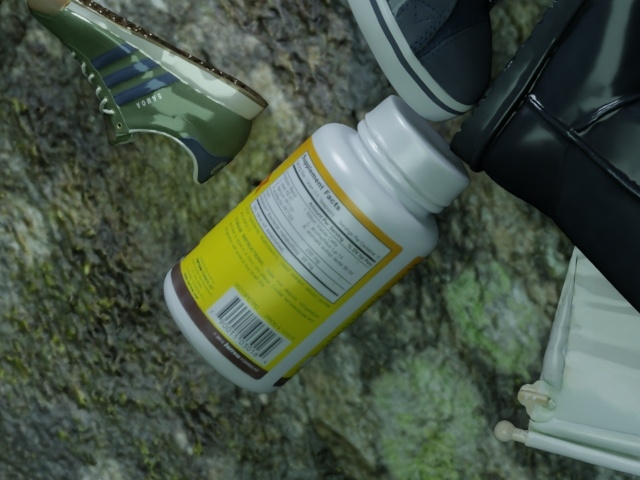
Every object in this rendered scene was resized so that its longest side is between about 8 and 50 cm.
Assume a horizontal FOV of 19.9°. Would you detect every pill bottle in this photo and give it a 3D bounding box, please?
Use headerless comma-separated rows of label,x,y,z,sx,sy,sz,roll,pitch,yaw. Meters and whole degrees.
pill bottle,0.000,0.000,1.281,0.215,0.117,0.117,-42,89,14

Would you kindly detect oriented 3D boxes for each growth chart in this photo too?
growth chart,0.240,0.062,1.292,0.172,0.021,0.237,20,102,7

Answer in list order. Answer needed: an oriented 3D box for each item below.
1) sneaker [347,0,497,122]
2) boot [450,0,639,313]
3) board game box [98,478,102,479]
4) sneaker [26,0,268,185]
sneaker,0.070,-0.242,1.213,0.127,0.126,0.321,-16,98,29
boot,0.234,-0.088,1.219,0.207,0.094,0.246,39,104,11
board game box,-0.165,0.246,1.401,0.090,0.020,0.090,40,102,3
sneaker,-0.140,-0.110,1.318,0.192,0.064,0.086,29,98,3
